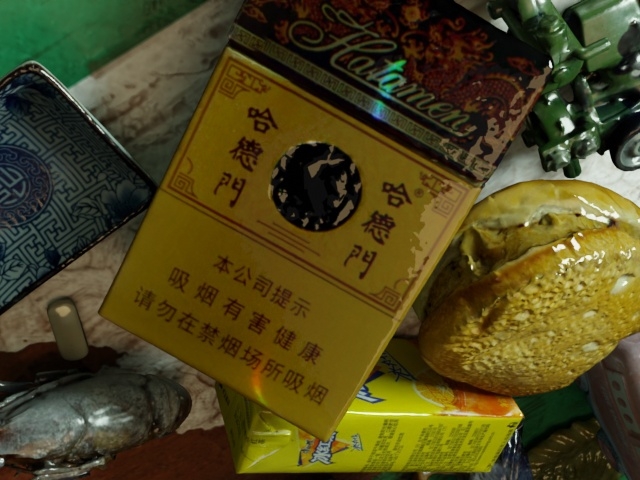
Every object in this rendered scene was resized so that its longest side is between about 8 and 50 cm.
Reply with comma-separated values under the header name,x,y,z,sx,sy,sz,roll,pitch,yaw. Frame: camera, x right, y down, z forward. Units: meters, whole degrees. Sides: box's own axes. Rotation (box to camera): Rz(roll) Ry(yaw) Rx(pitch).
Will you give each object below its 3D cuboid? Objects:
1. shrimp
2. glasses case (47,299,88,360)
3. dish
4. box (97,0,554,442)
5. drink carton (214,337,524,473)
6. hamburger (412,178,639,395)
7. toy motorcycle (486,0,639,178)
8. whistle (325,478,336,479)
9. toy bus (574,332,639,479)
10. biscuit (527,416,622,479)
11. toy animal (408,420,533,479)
name,x,y,z,sx,sy,sz,roll,pitch,yaw
shrimp,-0.308,0.205,0.927,0.343,0.145,0.116,-3,90,-32
glasses case,-0.284,0.102,0.939,0.032,0.021,0.083,-13,126,-10
dish,-0.302,-0.049,0.793,0.243,0.080,0.182,-35,127,7
box,-0.002,-0.053,0.785,0.264,0.116,0.415,30,107,0
drink carton,0.058,0.202,1.042,0.351,0.154,0.111,7,120,-23
hamburger,0.258,0.058,0.978,0.314,0.170,0.290,24,133,-38
toy motorcycle,0.290,-0.184,0.877,0.205,0.127,0.275,-26,131,3
whistle,0.029,0.504,1.219,0.168,0.188,0.405,-34,127,5
toy bus,0.477,0.214,1.116,0.197,0.232,0.294,-24,96,-2
biscuit,0.403,0.363,1.345,0.273,0.036,0.187,-24,128,-2
toy animal,0.232,0.373,1.244,0.185,0.122,0.298,12,112,-14
